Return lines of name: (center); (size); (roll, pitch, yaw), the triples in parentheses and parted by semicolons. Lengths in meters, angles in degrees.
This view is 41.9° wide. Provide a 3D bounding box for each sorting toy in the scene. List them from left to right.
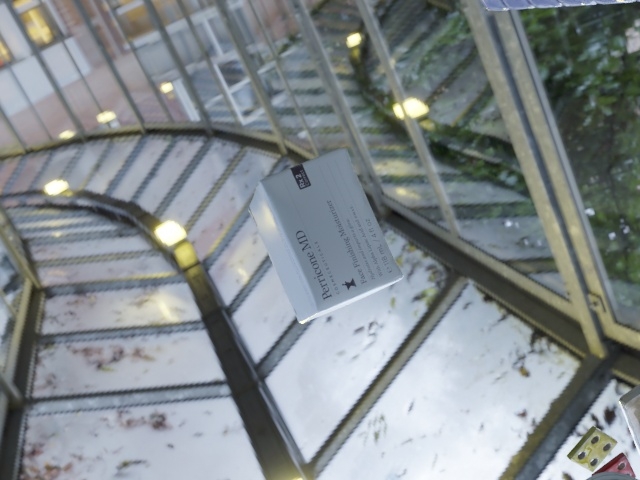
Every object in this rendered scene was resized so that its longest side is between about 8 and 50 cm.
sorting toy: (0.410, 0.200, 0.941); (0.275, 0.132, 0.046); (-33, -148, -4)

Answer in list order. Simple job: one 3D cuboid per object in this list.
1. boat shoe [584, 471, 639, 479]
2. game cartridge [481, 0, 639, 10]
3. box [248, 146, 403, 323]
boat shoe: (0.204, 0.348, 0.684); (0.320, 0.118, 0.103); (-62, 178, -3)
game cartridge: (0.044, -0.269, 0.422); (0.068, 0.355, 0.230); (-40, -162, 4)
box: (0.000, 0.000, 1.084); (0.119, 0.180, 0.182); (-23, 175, -12)
